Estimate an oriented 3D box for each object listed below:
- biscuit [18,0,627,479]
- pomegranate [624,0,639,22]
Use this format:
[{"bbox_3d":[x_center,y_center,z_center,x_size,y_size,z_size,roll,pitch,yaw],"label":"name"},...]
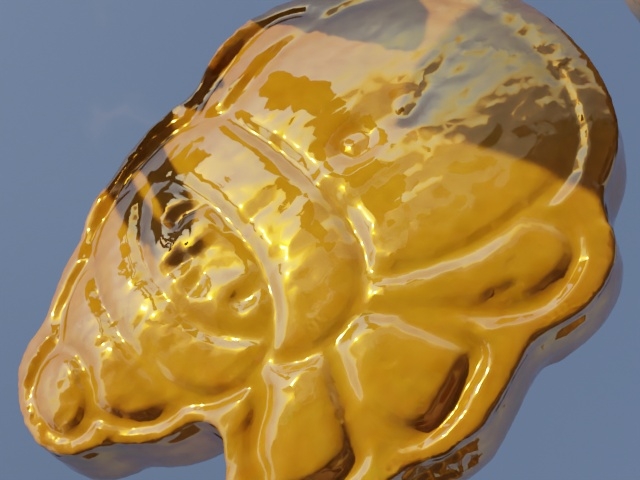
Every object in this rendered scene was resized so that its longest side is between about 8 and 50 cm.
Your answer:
[{"bbox_3d":[0.000,0.000,0.686,0.351,0.057,0.312,-49,-133,-11],"label":"biscuit"},{"bbox_3d":[0.333,-0.220,0.759,0.333,0.332,0.332,0,-90,-2],"label":"pomegranate"}]
